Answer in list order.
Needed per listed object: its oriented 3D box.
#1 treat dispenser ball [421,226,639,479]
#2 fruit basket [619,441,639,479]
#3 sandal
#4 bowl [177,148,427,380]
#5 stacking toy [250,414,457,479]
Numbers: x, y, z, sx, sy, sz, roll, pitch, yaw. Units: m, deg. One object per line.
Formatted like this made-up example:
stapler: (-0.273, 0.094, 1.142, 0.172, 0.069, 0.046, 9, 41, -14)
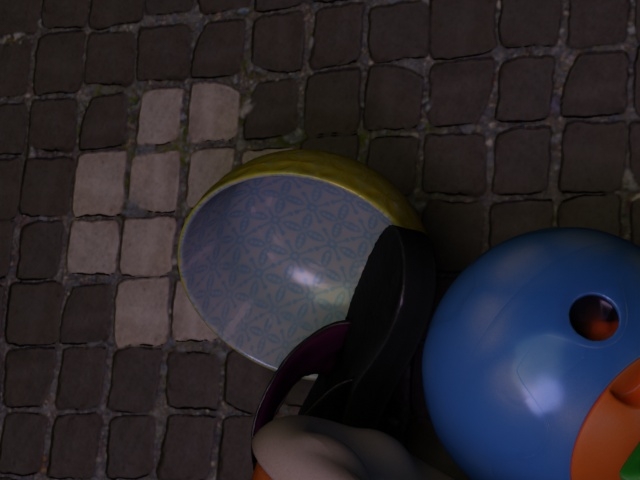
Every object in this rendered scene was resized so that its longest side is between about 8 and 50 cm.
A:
treat dispenser ball: (0.244, 0.129, 1.789, 0.288, 0.288, 0.288, -7, 76, 28)
fruit basket: (0.516, 0.225, 1.656, 0.283, 0.392, 0.392, 14, 86, 63)
sandal: (-0.001, 0.164, 1.930, 0.167, 0.107, 0.446, -103, 29, -53)
bowl: (0.000, 0.000, 2.015, 0.289, 0.289, 0.156, -12, 32, 27)
stacking toy: (-0.001, 0.438, 1.716, 0.350, 0.350, 0.480, 32, 96, 31)
